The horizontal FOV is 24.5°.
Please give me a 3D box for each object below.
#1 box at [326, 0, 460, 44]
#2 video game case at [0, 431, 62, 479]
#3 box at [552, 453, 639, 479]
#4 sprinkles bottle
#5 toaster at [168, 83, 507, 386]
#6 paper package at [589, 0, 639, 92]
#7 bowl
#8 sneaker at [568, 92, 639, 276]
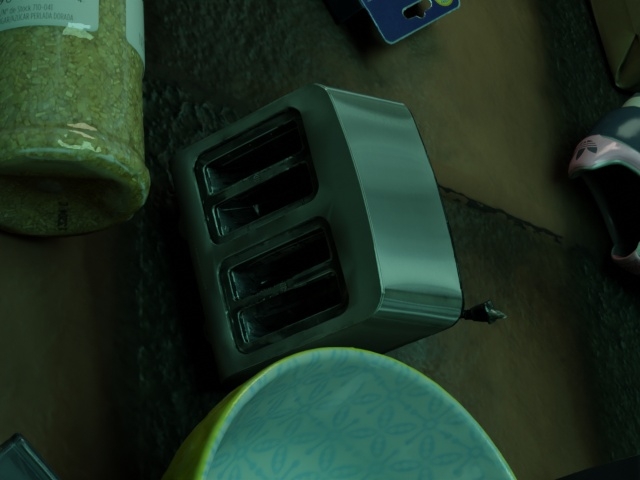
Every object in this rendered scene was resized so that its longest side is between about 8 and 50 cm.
[{"bbox_3d":[0.023,-0.274,1.264,0.136,0.036,0.225,-35,93,-49],"label":"box"},{"bbox_3d":[-0.179,0.248,0.656,0.274,0.026,0.196,-40,101,-10],"label":"video game case"},{"bbox_3d":[0.276,0.280,1.163,0.207,0.108,0.153,27,52,-34],"label":"box"},{"bbox_3d":[-0.173,-0.183,0.949,0.121,0.121,0.355,18,57,-39],"label":"sprinkles bottle"},{"bbox_3d":[0.000,0.000,0.975,0.110,0.186,0.168,7,64,-54],"label":"toaster"},{"bbox_3d":[0.435,-0.307,1.607,0.325,0.168,0.309,4,65,-44],"label":"paper package"},{"bbox_3d":[-0.008,0.223,0.865,0.289,0.156,0.289,24,52,-35],"label":"bowl"},{"bbox_3d":[0.339,0.024,1.391,0.131,0.112,0.319,-34,91,-32],"label":"sneaker"}]
